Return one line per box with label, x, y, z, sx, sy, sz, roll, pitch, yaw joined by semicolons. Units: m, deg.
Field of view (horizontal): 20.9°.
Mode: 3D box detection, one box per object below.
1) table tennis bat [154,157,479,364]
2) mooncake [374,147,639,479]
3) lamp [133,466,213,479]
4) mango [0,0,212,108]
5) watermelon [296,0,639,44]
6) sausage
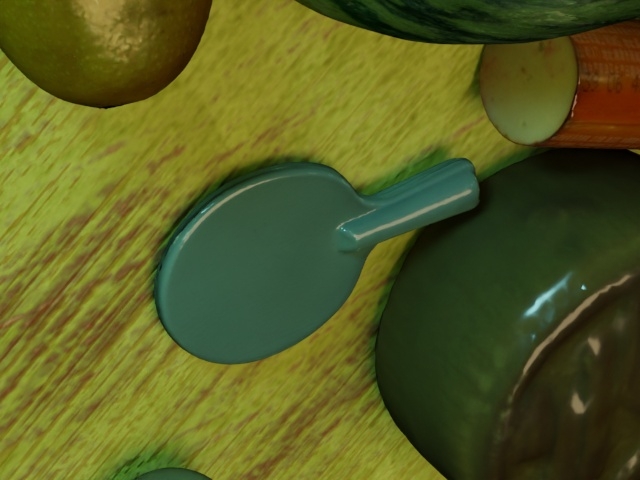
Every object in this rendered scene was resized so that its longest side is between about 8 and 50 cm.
table tennis bat;0.000;0.000;1.134;0.237;0.038;0.149;-23;132;-18
mooncake;0.188;0.076;1.255;0.284;0.155;0.284;-21;133;-24
lamp;-0.137;0.191;1.140;0.163;0.091;0.091;10;115;-25
mango;-0.117;-0.174;0.861;0.136;0.099;0.227;-15;121;-25
watermelon;0.086;-0.211;0.939;0.213;0.261;0.201;6;89;-38
sausage;0.252;-0.106;1.215;0.312;0.093;0.093;-1;121;-40
